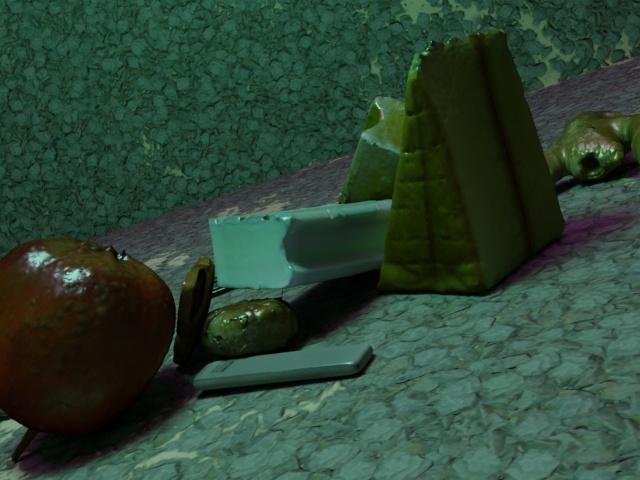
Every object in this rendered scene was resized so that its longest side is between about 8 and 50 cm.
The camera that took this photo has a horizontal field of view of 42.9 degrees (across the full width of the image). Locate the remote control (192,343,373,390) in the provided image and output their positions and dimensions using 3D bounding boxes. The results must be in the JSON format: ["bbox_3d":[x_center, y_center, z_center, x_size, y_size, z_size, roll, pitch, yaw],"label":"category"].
[{"bbox_3d":[-0.054,0.174,1.097,0.260,0.029,0.067,-11,13,26],"label":"remote control"}]

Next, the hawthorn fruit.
[{"bbox_3d":[-0.360,0.158,1.148,0.287,0.330,0.287,23,-4,2],"label":"hawthorn fruit"}]

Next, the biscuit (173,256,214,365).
[{"bbox_3d":[-0.197,0.104,1.287,0.043,0.183,0.280,12,-20,-6],"label":"biscuit"}]

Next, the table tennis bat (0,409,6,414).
[{"bbox_3d":[-0.580,0.277,1.347,0.220,0.019,0.130,-4,13,10],"label":"table tennis bat"}]

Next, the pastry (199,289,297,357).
[{"bbox_3d":[-0.107,0.129,1.208,0.153,0.081,0.153,-13,10,2],"label":"pastry"}]

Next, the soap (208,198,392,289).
[{"bbox_3d":[0.000,0.000,1.345,0.208,0.115,0.346,-1,6,43],"label":"soap"}]

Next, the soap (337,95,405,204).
[{"bbox_3d":[0.192,-0.077,1.560,0.304,0.339,0.169,21,51,2],"label":"soap"}]

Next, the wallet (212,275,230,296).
[{"bbox_3d":[-0.201,0.085,1.675,0.129,0.026,0.088,-21,13,-10],"label":"wallet"}]

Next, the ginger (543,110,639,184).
[{"bbox_3d":[0.531,-0.184,1.515,0.363,0.122,0.348,-22,17,39],"label":"ginger"}]

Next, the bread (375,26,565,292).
[{"bbox_3d":[0.190,-0.125,1.228,0.233,0.362,0.244,-30,19,-36],"label":"bread"}]
